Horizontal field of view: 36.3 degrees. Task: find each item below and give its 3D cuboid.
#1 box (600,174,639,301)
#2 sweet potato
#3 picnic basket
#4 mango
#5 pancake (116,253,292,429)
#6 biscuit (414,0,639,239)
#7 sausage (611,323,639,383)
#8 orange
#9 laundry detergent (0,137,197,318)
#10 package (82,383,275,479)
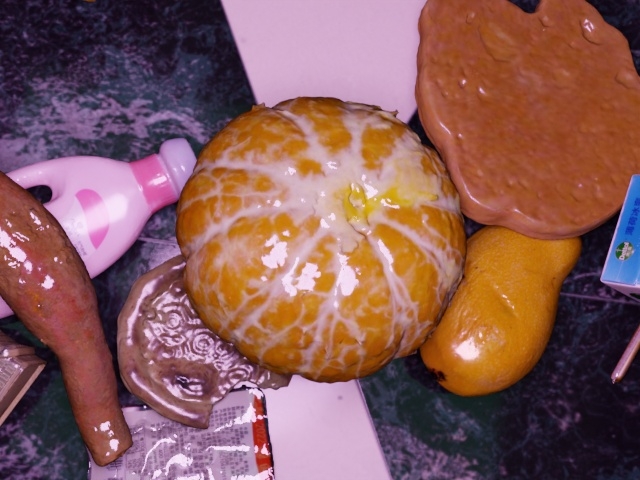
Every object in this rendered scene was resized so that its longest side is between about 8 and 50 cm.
[{"bbox_3d":[0.439,0.019,1.179,0.194,0.073,0.139,25,80,-35],"label":"box"},{"bbox_3d":[-0.295,0.071,1.080,0.109,0.109,0.385,-30,104,-7],"label":"sweet potato"},{"bbox_3d":[-0.399,0.178,1.118,0.079,0.115,0.164,36,82,0],"label":"picnic basket"},{"bbox_3d":[0.216,0.074,1.184,0.157,0.109,0.262,37,67,7],"label":"mango"},{"bbox_3d":[-0.134,0.113,1.185,0.235,0.029,0.212,-32,82,-15],"label":"pancake"},{"bbox_3d":[0.267,-0.171,1.215,0.312,0.057,0.351,-17,75,-19],"label":"biscuit"},{"bbox_3d":[0.394,0.137,1.234,0.015,0.015,0.100,32,82,0],"label":"sausage"},{"bbox_3d":[0.000,0.000,1.095,0.330,0.249,0.329,2,73,-7],"label":"orange"},{"bbox_3d":[-0.300,-0.027,1.168,0.335,0.088,0.159,-25,90,-8],"label":"laundry detergent"},{"bbox_3d":[-0.172,0.266,1.164,0.232,0.040,0.166,-6,78,-11],"label":"package"}]
